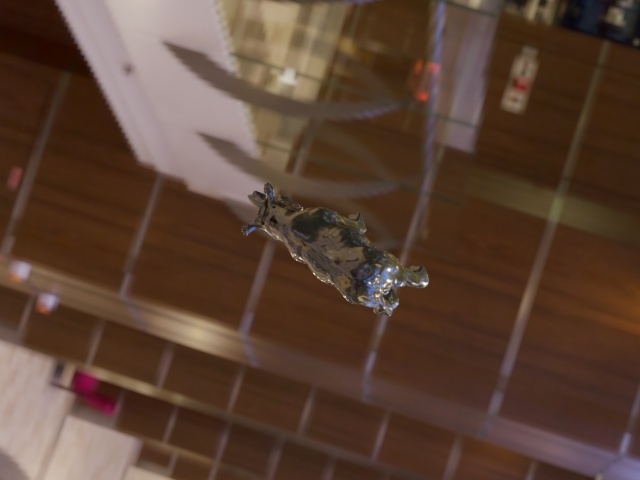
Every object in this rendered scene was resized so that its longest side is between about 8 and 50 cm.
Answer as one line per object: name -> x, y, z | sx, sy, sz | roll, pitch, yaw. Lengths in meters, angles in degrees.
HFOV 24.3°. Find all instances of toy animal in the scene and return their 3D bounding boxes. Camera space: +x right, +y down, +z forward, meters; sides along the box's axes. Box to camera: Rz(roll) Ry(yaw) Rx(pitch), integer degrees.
toy animal -> 0.000, 0.000, 0.941 | 0.065, 0.135, 0.047 | 13, 111, -54
